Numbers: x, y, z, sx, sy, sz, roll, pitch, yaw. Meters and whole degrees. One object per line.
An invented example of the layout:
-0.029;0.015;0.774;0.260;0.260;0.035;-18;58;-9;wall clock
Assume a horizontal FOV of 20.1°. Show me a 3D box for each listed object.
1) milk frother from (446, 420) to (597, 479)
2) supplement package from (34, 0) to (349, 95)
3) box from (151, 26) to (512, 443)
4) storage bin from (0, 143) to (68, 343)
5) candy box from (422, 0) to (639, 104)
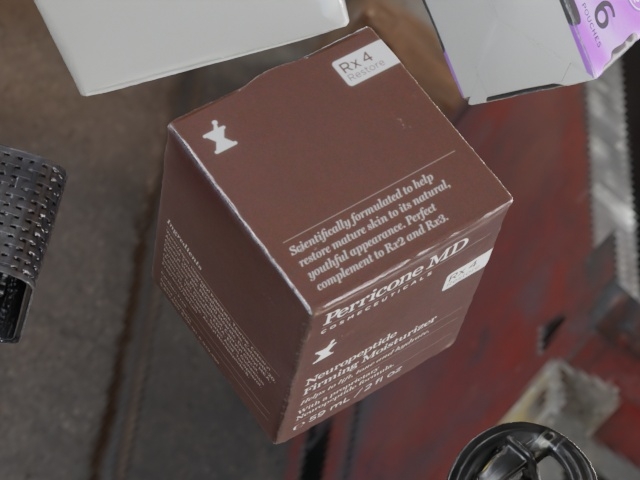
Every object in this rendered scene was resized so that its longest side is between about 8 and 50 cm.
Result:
0.118;0.159;0.752;0.129;0.134;0.143;-14;49;-24;milk frother
-0.065;-0.155;0.611;0.179;0.105;0.105;68;9;-47;supplement package
0.000;0.000;1.234;0.168;0.203;0.167;-28;67;-22;box
-0.243;-0.003;1.201;0.122;0.180;0.084;16;71;-8;storage bin
0.107;-0.177;0.769;0.196;0.070;0.164;-41;114;-42;candy box
